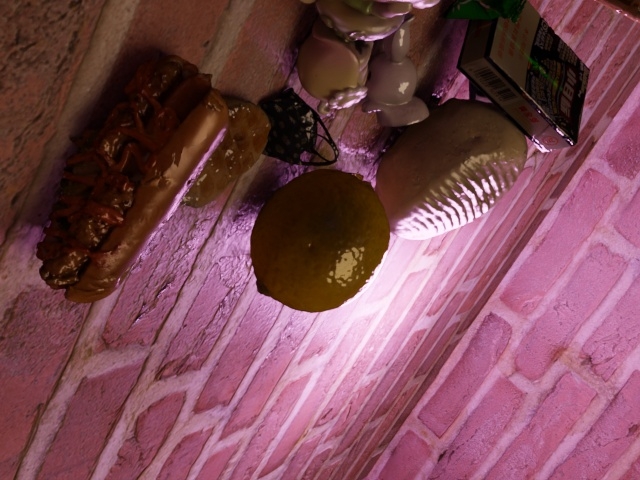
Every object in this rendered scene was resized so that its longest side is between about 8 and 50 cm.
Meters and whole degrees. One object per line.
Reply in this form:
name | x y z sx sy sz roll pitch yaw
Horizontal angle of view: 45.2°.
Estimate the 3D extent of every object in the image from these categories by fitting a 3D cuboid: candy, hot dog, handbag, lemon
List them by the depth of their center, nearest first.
hot dog | -0.252 -0.080 0.968 0.117 0.158 0.349 26 107 -47
handbag | -0.025 -0.167 1.244 0.072 0.139 0.115 -43 156 -37
candy | 0.321 -0.451 1.402 0.141 0.203 0.078 -40 121 -12
lemon | -0.001 0.001 1.403 0.267 0.267 0.267 -39 154 -24

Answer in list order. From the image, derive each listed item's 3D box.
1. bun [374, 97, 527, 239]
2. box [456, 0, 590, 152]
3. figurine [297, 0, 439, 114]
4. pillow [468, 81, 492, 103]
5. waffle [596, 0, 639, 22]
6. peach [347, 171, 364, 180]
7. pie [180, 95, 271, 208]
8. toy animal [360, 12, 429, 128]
bun | 0.262 -0.159 1.665 0.326 0.234 0.362 -7 148 -49
box | 0.411 -0.341 1.535 0.310 0.084 0.198 33 62 -32
figurine | 0.031 -0.342 1.101 0.275 0.226 0.394 -3 148 -19
pillow | 0.386 -0.389 1.685 0.186 0.106 0.250 -49 152 -18
waffle | 0.646 -0.585 1.528 0.114 0.376 0.261 -23 143 -45
peach | 0.047 -0.101 1.564 0.098 0.061 0.098 -35 132 -51
pie | -0.157 -0.137 1.172 0.195 0.046 0.195 -41 156 -22
toy animal | 0.119 -0.312 1.360 0.103 0.131 0.220 -64 149 -52
